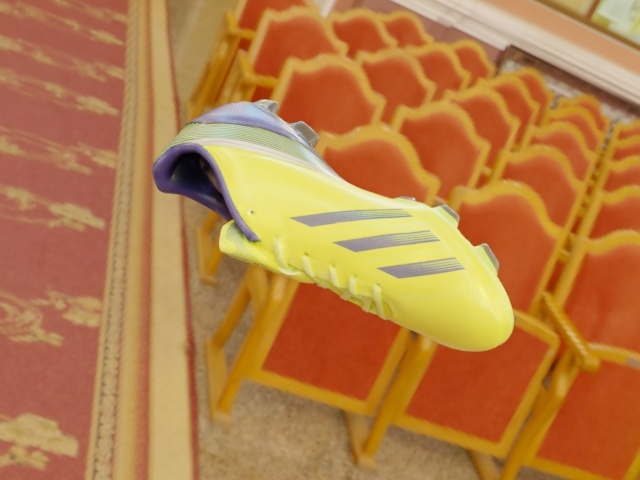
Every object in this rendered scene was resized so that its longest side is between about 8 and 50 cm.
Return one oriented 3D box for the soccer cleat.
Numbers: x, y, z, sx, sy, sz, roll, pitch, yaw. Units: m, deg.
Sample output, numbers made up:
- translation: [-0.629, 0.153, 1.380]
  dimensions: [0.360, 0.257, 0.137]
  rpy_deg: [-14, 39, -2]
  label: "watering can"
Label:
- translation: [0.000, 0.001, 0.666]
  dimensions: [0.121, 0.093, 0.289]
  rpy_deg: [-34, 54, -30]
  label: "soccer cleat"
